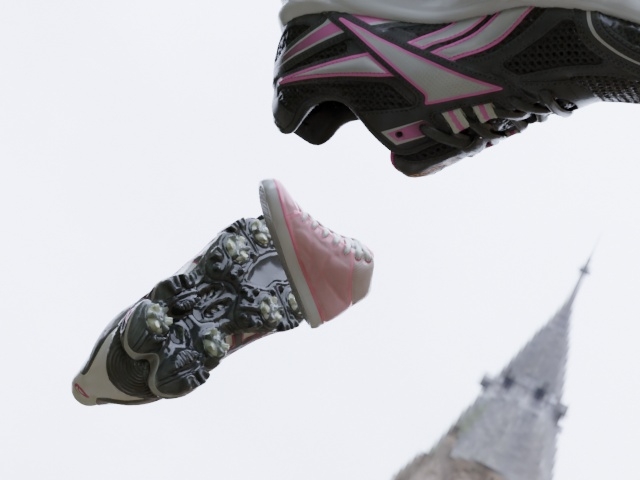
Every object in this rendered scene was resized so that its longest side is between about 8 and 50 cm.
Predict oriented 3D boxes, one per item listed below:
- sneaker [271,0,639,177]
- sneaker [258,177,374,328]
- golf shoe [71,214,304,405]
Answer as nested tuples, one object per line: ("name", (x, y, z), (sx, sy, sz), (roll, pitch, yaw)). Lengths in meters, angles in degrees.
("sneaker", (0.058, -0.059, 0.522), (0.178, 0.077, 0.072), (9, -8, 35))
("sneaker", (0.000, 0.000, 1.052), (0.051, 0.070, 0.134), (-123, -169, -63))
("golf shoe", (-0.102, 0.058, 1.138), (0.120, 0.273, 0.105), (-27, -89, 36))
